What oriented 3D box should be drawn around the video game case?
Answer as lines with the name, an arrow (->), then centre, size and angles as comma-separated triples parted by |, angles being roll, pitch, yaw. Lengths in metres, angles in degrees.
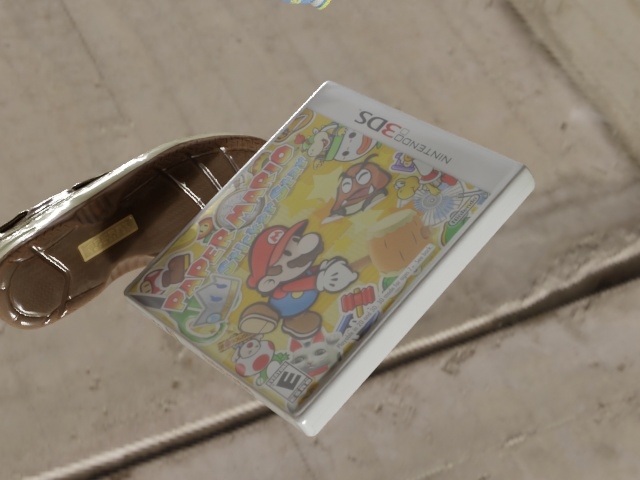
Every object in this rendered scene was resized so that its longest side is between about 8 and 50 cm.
video game case -> 0.000, 0.000, 0.884 | 0.227, 0.026, 0.206 | -47, -135, -14

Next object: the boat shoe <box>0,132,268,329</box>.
boat shoe -> -0.154, -0.022, 1.003 | 0.257, 0.095, 0.095 | -24, -157, -27

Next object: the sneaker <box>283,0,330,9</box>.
sneaker -> -0.020, -0.231, 0.876 | 0.059, 0.053, 0.144 | -1, -93, -18
